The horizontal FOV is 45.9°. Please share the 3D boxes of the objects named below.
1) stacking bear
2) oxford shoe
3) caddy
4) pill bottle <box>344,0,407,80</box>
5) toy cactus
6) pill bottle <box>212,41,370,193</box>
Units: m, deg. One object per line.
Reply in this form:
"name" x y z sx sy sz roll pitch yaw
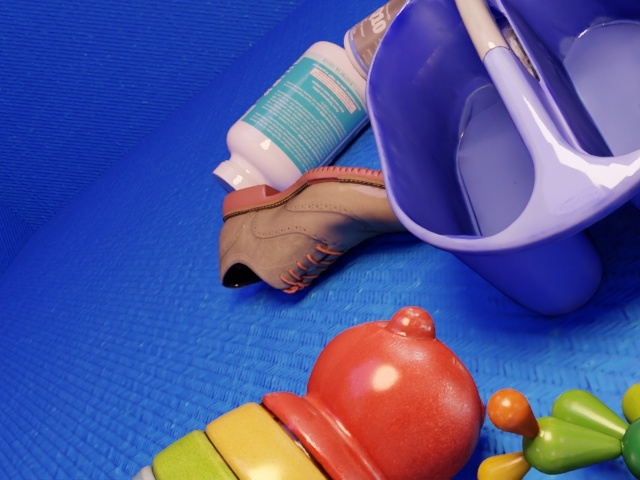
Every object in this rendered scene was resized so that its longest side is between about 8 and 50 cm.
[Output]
"stacking bear" -0.024 0.163 0.459 0.289 0.175 0.164 -40 18 -14
"oxford shoe" 0.000 0.000 0.865 0.348 0.123 0.130 -10 65 53
"caddy" 0.159 -0.115 0.570 0.241 0.179 0.341 -34 40 24
"pill bottle" 0.102 -0.246 0.879 0.137 0.078 0.078 -27 26 34
"toy cactus" 0.181 0.099 0.353 0.219 0.112 0.180 -41 30 -17
"pill bottle" -0.040 -0.164 1.146 0.264 0.146 0.146 -47 22 -11
